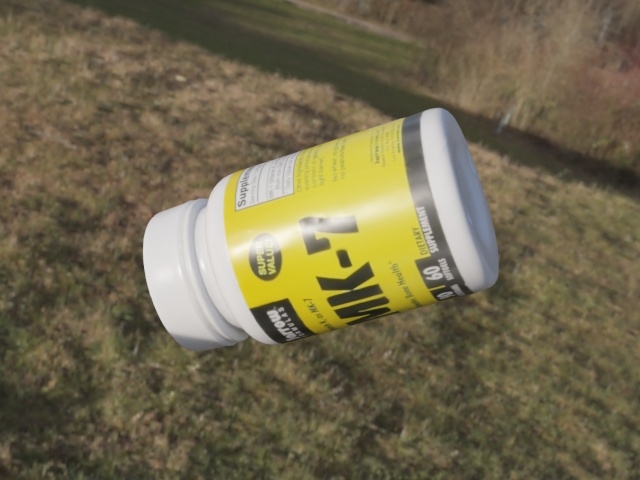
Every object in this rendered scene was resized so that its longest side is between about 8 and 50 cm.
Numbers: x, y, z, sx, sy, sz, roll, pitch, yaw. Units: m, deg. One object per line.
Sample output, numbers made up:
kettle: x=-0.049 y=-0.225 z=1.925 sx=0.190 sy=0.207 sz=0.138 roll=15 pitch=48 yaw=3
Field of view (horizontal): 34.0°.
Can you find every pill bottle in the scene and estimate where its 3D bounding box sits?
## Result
pill bottle: x=0.000 y=0.000 z=0.679 sx=0.208 sy=0.119 sz=0.119 roll=-17 pitch=18 yaw=17
